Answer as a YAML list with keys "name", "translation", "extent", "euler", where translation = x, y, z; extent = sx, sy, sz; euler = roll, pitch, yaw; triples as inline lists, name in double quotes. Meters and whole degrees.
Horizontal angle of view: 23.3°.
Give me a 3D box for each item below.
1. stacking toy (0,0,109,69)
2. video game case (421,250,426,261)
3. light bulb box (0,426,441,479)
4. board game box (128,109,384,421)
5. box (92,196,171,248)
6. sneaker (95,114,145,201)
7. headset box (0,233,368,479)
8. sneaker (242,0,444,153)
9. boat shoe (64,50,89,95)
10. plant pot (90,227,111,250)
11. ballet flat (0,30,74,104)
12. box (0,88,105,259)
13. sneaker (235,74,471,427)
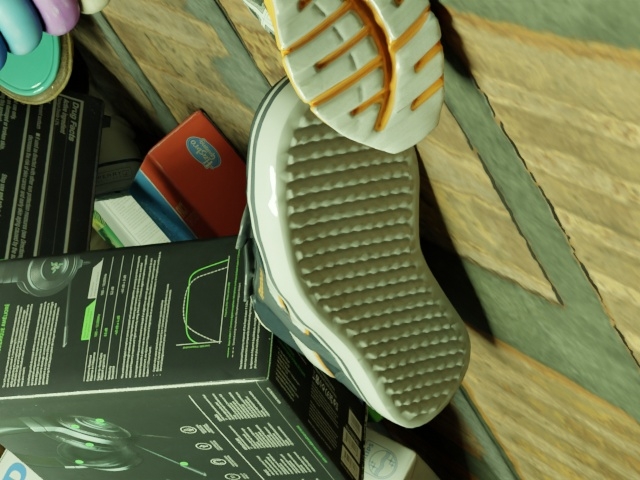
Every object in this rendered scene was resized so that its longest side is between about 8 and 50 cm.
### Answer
- name: "stacking toy"
  translation: [-0.337, -0.159, 1.284]
  extent: [0.141, 0.330, 0.141]
  euler: [46, 166, 14]
- name: "video game case"
  translation: [0.054, 0.028, 1.232]
  extent: [0.119, 0.015, 0.166]
  euler: [41, 165, 35]
- name: "light bulb box"
  translation: [-0.072, 0.263, 1.551]
  extent: [0.361, 0.225, 0.358]
  euler: [25, 168, 23]
- name: "board game box"
  translation: [-0.051, 0.035, 1.490]
  extent: [0.316, 0.064, 0.242]
  euler: [49, 167, -2]
- name: "box"
  translation: [-0.197, 0.037, 2.001]
  extent: [0.322, 0.058, 0.232]
  euler: [51, 167, -5]
- name: "sneaker"
  translation: [-0.228, -0.093, 1.710]
  extent: [0.258, 0.094, 0.091]
  euler: [169, 90, -80]
- name: "headset box"
  translation: [-0.129, 0.119, 1.276]
  extent: [0.283, 0.131, 0.246]
  euler: [-7, 148, 18]
- name: "sneaker"
  translation: [-0.007, -0.142, 0.828]
  extent: [0.215, 0.084, 0.083]
  euler: [55, 180, -10]
- name: "boat shoe"
  translation: [-0.284, -0.194, 1.658]
  extent: [0.045, 0.050, 0.135]
  euler: [43, 156, 38]
- name: "plant pot"
  translation: [-0.466, -0.058, 2.181]
  extent: [0.323, 0.323, 0.280]
  euler: [29, 139, 57]
- name: "ballet flat"
  translation: [-0.339, -0.269, 1.515]
  extent: [0.342, 0.116, 0.124]
  euler: [47, -173, 9]
- name: "box"
  translation: [-0.376, -0.023, 1.455]
  extent: [0.294, 0.296, 0.183]
  euler: [18, 134, -19]
- name: "sneaker"
  translation: [0.000, 0.000, 1.051]
  extent: [0.127, 0.126, 0.321]
  euler: [32, 155, 39]
